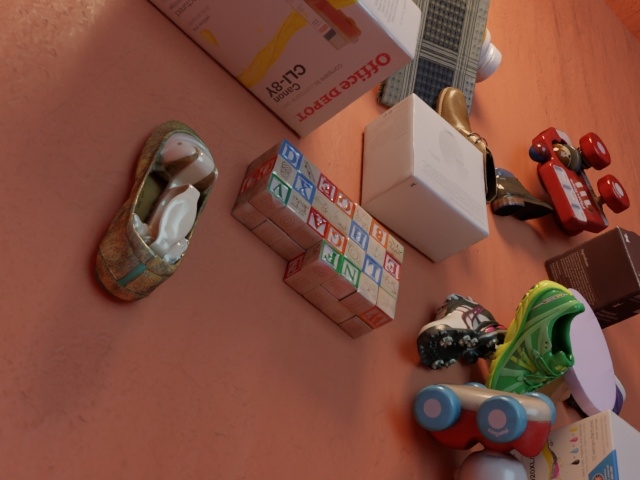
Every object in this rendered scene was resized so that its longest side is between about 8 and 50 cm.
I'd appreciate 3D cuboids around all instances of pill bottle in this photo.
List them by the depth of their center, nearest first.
[{"bbox_3d":[0.324,-0.494,2.155,0.245,0.136,0.136,36,41,-29],"label":"pill bottle"}]

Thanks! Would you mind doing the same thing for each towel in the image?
[{"bbox_3d":[0.250,-0.427,1.971,0.312,0.056,0.325,9,93,-44],"label":"towel"}]

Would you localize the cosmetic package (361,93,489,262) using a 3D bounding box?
[{"bbox_3d":[0.202,-0.117,1.728,0.224,0.138,0.225,35,40,-30],"label":"cosmetic package"}]

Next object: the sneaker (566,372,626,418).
[{"bbox_3d":[0.555,0.285,1.901,0.283,0.107,0.124,51,42,-12],"label":"sneaker"}]

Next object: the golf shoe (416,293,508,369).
[{"bbox_3d":[0.237,0.161,1.622,0.272,0.105,0.120,8,44,-55],"label":"golf shoe"}]

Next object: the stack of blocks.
[{"bbox_3d":[0.000,0.000,1.438,0.297,0.087,0.171,41,39,-24],"label":"stack of blocks"}]

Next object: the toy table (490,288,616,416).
[{"bbox_3d":[0.463,0.241,1.766,0.252,0.160,0.274,42,38,-22],"label":"toy table"}]

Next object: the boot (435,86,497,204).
[{"bbox_3d":[0.319,-0.202,1.915,0.112,0.115,0.306,18,61,-42],"label":"boot"}]

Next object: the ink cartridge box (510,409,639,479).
[{"bbox_3d":[0.459,0.437,1.554,0.168,0.232,0.171,37,41,-25],"label":"ink cartridge box"}]

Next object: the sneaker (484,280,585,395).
[{"bbox_3d":[0.389,0.222,1.622,0.123,0.296,0.109,26,10,37],"label":"sneaker"}]

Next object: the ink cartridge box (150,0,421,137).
[{"bbox_3d":[-0.055,-0.398,1.496,0.384,0.279,0.160,40,40,-25],"label":"ink cartridge box"}]

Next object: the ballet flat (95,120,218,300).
[{"bbox_3d":[-0.200,-0.064,1.217,0.123,0.123,0.349,42,38,-23],"label":"ballet flat"}]

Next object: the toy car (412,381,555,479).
[{"bbox_3d":[0.262,0.361,1.456,0.219,0.210,0.238,15,81,-61],"label":"toy car"}]

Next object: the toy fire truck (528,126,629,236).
[{"bbox_3d":[0.625,-0.156,2.241,0.253,0.169,0.302,10,56,-50],"label":"toy fire truck"}]

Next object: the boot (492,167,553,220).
[{"bbox_3d":[0.475,-0.112,2.109,0.219,0.082,0.106,7,62,-46],"label":"boot"}]

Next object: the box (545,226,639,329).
[{"bbox_3d":[0.674,0.095,2.095,0.168,0.203,0.167,15,55,-44],"label":"box"}]
